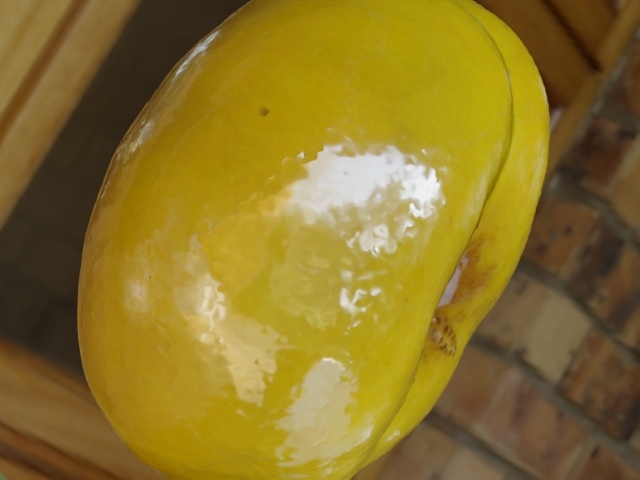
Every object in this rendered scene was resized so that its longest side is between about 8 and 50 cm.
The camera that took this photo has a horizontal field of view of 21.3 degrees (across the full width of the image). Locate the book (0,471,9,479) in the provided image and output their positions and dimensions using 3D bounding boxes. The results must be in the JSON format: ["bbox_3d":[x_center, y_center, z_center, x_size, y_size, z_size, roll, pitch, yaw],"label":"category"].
[{"bbox_3d":[-0.040,0.230,0.529,0.239,0.035,0.352,51,3,-22],"label":"book"}]

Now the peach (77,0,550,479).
[{"bbox_3d":[0.000,0.000,0.513,0.103,0.179,0.179,31,-5,14],"label":"peach"}]
